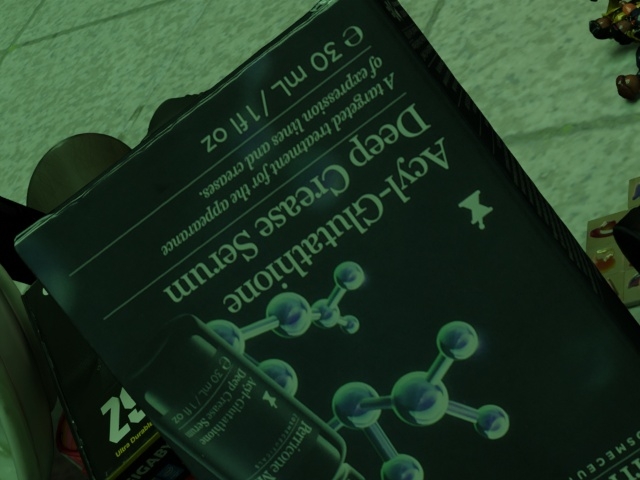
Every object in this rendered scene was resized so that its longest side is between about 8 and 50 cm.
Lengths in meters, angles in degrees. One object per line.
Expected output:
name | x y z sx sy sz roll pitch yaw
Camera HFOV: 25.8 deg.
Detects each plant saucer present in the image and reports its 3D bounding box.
plant saucer | -0.369 0.108 1.434 0.101 0.400 0.400 -29 25 -31

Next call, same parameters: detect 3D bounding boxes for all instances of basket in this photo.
basket | -0.224 0.017 1.570 0.154 0.204 0.227 -22 39 -15

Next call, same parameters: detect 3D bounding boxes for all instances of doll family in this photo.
doll family | 0.325 -0.219 1.408 0.111 0.076 0.193 -27 37 9

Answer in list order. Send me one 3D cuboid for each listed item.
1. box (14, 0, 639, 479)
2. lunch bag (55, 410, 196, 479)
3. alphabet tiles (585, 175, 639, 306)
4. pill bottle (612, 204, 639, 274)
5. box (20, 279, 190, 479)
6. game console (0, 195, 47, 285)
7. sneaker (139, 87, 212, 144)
box | 0.036 0.054 1.001 0.293 0.395 0.212 -37 5 12
lunch bag | -0.111 0.156 1.330 0.293 0.120 0.258 -3 48 42
alphabet tiles | 0.336 -0.006 1.195 0.237 0.009 0.198 -18 38 29
pill bottle | 0.345 -0.048 1.116 0.219 0.123 0.123 -41 33 -4
box | -0.107 0.039 1.243 0.322 0.079 0.257 -43 48 13
game console | -0.387 0.042 1.567 0.213 0.361 0.044 16 57 7
sneaker | -0.142 -0.171 1.796 0.222 0.083 0.118 -26 29 12
